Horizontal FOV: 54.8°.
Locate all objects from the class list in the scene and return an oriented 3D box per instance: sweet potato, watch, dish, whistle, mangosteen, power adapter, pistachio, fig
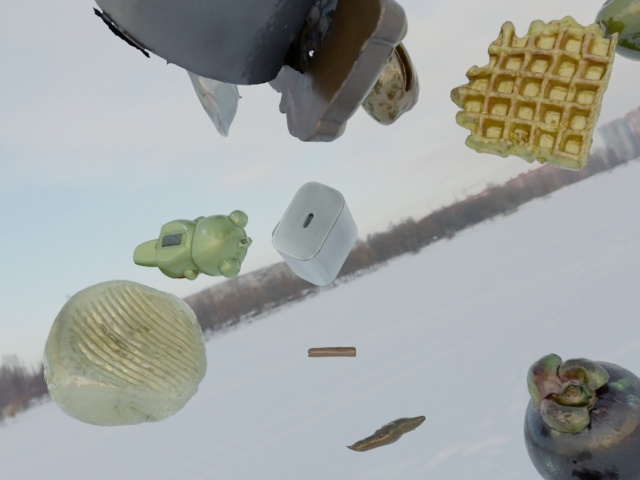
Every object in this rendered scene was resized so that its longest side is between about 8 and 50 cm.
[{"bbox_3d":[0.212,0.614,1.960,0.274,0.067,0.067,-17,-5,-17],"label":"sweet potato"},{"bbox_3d":[-0.103,-0.320,0.767,0.327,0.335,0.314,9,-46,-31],"label":"watch"},{"bbox_3d":[-0.224,-0.337,1.315,0.081,0.229,0.229,-27,-3,-8],"label":"dish"},{"bbox_3d":[-0.244,0.017,1.173,0.289,0.131,0.106,-8,-24,31],"label":"whistle"},{"bbox_3d":[0.531,0.365,1.218,0.288,0.288,0.288,-22,-4,-2],"label":"mangosteen"},{"bbox_3d":[0.000,0.000,1.480,0.187,0.124,0.255,-60,-23,-13],"label":"power adapter"},{"bbox_3d":[0.108,-0.317,1.162,0.130,0.206,0.131,-6,-24,-42],"label":"pistachio"},{"bbox_3d":[0.533,-0.372,1.025,0.166,0.154,0.144,-12,15,-17],"label":"fig"}]

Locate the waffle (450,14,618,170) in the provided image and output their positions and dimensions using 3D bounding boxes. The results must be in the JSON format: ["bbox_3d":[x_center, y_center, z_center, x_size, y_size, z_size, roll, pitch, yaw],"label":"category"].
[{"bbox_3d":[0.309,-0.231,0.927,0.219,0.229,0.057,14,-5,27],"label":"waffle"}]

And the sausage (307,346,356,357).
[{"bbox_3d":[0.027,0.268,1.479,0.116,0.026,0.026,-1,-5,-1],"label":"sausage"}]

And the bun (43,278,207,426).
[{"bbox_3d":[-0.444,0.268,1.399,0.227,0.349,0.352,-48,0,43],"label":"bun"}]
